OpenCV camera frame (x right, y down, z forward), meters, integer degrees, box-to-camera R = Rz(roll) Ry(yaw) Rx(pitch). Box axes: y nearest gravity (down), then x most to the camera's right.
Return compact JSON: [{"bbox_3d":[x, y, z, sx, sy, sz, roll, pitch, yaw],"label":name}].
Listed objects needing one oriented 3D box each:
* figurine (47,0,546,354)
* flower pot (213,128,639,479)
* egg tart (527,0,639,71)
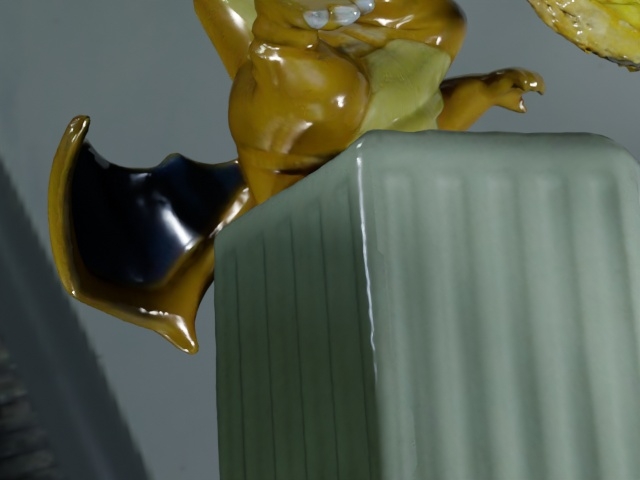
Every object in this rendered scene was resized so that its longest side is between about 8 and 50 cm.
[{"bbox_3d":[0.021,-0.015,1.160,0.268,0.401,0.387,1,116,16],"label":"figurine"},{"bbox_3d":[0.069,0.077,0.811,0.209,0.239,0.190,-11,65,20],"label":"flower pot"},{"bbox_3d":[0.202,-0.167,1.068,0.191,0.191,0.074,52,153,20],"label":"egg tart"}]
